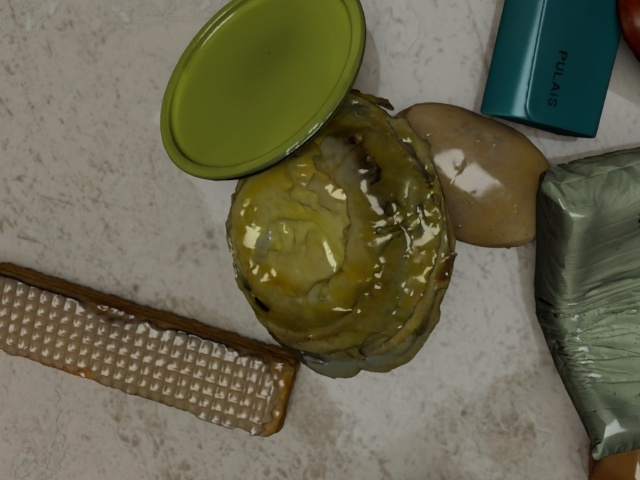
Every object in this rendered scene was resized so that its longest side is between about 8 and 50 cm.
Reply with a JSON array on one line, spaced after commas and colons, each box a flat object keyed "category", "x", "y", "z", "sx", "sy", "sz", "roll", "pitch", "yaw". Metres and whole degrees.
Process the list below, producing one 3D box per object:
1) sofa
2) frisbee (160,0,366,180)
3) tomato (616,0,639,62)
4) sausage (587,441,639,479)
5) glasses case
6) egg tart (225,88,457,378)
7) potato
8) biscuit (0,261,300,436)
[{"category": "sofa", "x": 0.295, "y": 0.039, "z": 0.622, "sx": 0.210, "sy": 0.176, "sz": 0.226, "roll": -11, "pitch": 132, "yaw": 1}, {"category": "frisbee", "x": -0.059, "y": -0.158, "z": 0.707, "sx": 0.235, "sy": 0.017, "sz": 0.236, "roll": -16, "pitch": 57, "yaw": 27}, {"category": "tomato", "x": 0.380, "y": -0.235, "z": 0.622, "sx": 0.200, "sy": 0.139, "sz": 0.233, "roll": 17, "pitch": 95, "yaw": -17}, {"category": "sausage", "x": 0.372, "y": 0.204, "z": 0.690, "sx": 0.241, "sy": 0.136, "sz": 0.120, "roll": -9, "pitch": 71, "yaw": 12}, {"category": "glasses case", "x": 0.237, "y": -0.251, "z": 0.672, "sx": 0.117, "sy": 0.070, "sz": 0.301, "roll": 6, "pitch": 100, "yaw": -32}, {"category": "egg tart", "x": 0.000, "y": 0.000, "z": 0.691, "sx": 0.278, "sy": 0.095, "sz": 0.279, "roll": 9, "pitch": 105, "yaw": 38}, {"category": "potato", "x": 0.136, "y": -0.063, "z": 0.708, "sx": 0.178, "sy": 0.109, "sz": 0.119, "roll": 26, "pitch": 125, "yaw": 2}, {"category": "biscuit", "x": -0.211, "y": 0.114, "z": 0.800, "sx": 0.378, "sy": 0.054, "sz": 0.094, "roll": 16, "pitch": 98, "yaw": 6}]
